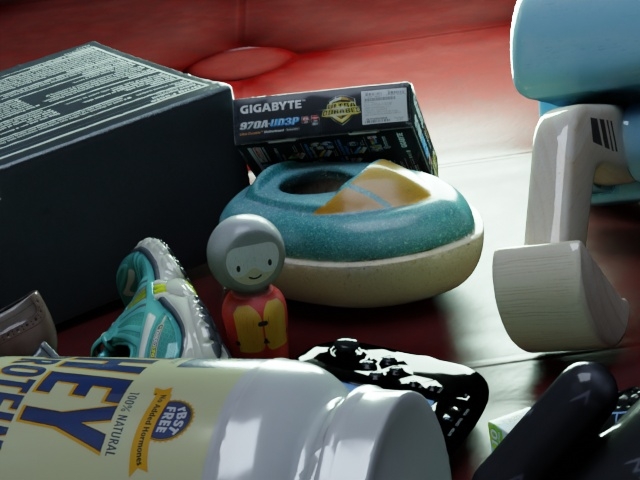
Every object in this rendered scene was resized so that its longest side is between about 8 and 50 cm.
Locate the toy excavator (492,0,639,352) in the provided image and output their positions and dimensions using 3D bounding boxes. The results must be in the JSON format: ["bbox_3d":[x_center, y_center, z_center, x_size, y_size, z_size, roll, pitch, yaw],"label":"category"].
[{"bbox_3d":[0.259,-0.114,1.815,0.222,0.433,0.445,-6,-6,28],"label":"toy excavator"}]

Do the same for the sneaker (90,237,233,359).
[{"bbox_3d":[-0.153,0.077,1.735,0.110,0.107,0.275,-27,20,-5],"label":"sneaker"}]

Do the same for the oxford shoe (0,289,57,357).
[{"bbox_3d":[-0.362,0.105,1.715,0.271,0.098,0.097,-10,5,-12],"label":"oxford shoe"}]

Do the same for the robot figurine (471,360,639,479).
[{"bbox_3d":[0.212,0.181,1.124,0.173,0.278,0.209,24,23,-52],"label":"robot figurine"}]

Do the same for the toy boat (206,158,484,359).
[{"bbox_3d":[0.000,0.000,1.796,0.267,0.148,0.318,3,24,27],"label":"toy boat"}]

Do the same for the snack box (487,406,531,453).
[{"bbox_3d":[0.155,0.190,1.274,0.037,0.141,0.100,-18,23,-22],"label":"snack box"}]

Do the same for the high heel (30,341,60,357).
[{"bbox_3d":[-0.356,0.089,1.606,0.261,0.093,0.186,40,60,6],"label":"high heel"}]

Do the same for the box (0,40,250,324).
[{"bbox_3d":[-0.269,-0.057,1.991,0.296,0.183,0.294,-22,24,-27],"label":"box"}]

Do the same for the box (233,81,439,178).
[{"bbox_3d":[0.021,-0.088,1.973,0.175,0.051,0.220,-5,-18,10],"label":"box"}]

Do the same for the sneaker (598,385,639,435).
[{"bbox_3d":[0.262,0.131,1.449,0.232,0.090,0.081,14,31,43],"label":"sneaker"}]

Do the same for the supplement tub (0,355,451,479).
[{"bbox_3d":[-0.097,0.190,1.241,0.324,0.235,0.235,-1,23,19],"label":"supplement tub"}]

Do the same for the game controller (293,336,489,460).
[{"bbox_3d":[0.009,0.164,1.497,0.166,0.067,0.319,2,25,25],"label":"game controller"}]
